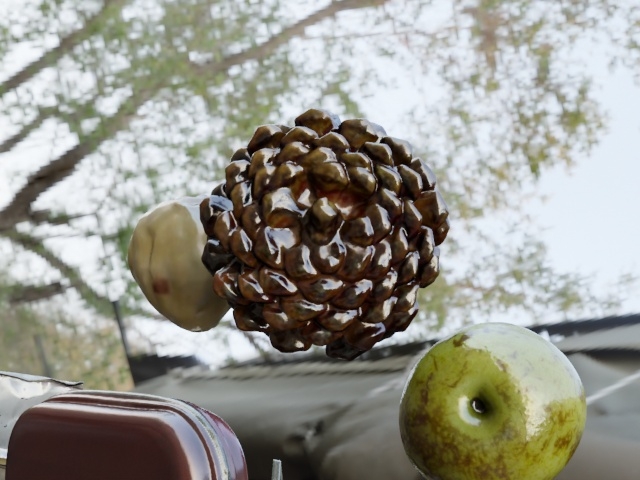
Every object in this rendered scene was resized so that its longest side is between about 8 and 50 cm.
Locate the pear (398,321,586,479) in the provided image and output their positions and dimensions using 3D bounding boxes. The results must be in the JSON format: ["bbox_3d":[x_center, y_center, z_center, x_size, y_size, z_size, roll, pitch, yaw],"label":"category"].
[{"bbox_3d":[0.252,0.255,1.682,0.283,0.283,0.283,41,-41,51],"label":"pear"}]

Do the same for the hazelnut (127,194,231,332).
[{"bbox_3d":[-0.211,0.048,2.049,0.261,0.261,0.241,46,-39,48],"label":"hazelnut"}]

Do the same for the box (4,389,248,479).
[{"bbox_3d":[-0.236,0.311,1.357,0.404,0.108,0.263,-3,-91,44],"label":"box"}]

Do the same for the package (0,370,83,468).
[{"bbox_3d":[-0.574,0.288,1.872,0.221,0.311,0.165,-10,-111,61],"label":"package"}]

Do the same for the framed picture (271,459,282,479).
[{"bbox_3d":[-0.088,0.614,2.173,0.240,0.020,0.324,88,4,-50],"label":"framed picture"}]

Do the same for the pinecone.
[{"bbox_3d":[0.000,0.000,1.824,0.398,0.398,0.398,41,-41,51],"label":"pinecone"}]
